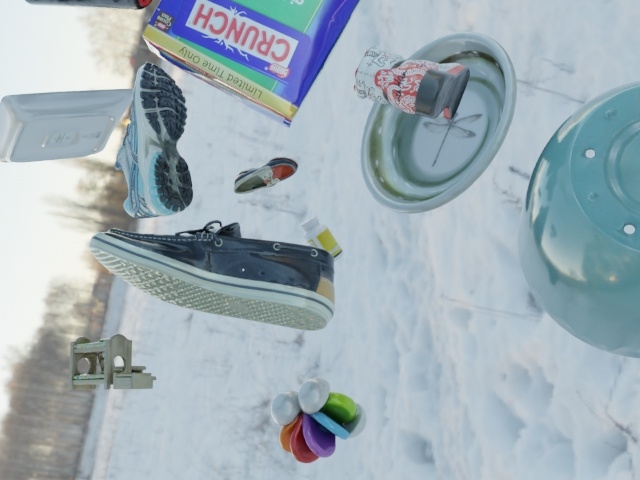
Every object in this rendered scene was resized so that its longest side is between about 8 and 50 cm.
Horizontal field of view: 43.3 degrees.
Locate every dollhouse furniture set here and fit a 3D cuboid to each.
[{"bbox_3d":[-0.352,0.230,1.524,0.182,0.161,0.101,-8,78,35],"label":"dollhouse furniture set"}]

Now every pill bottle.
[{"bbox_3d":[0.000,0.000,1.929,0.065,0.116,0.065,-32,9,6],"label":"pill bottle"}]

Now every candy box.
[{"bbox_3d":[-0.086,-0.380,1.272,0.317,0.268,0.122,-61,2,0],"label":"candy box"}]

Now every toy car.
[{"bbox_3d":[-0.008,0.370,1.601,0.182,0.159,0.136,-30,32,33],"label":"toy car"}]

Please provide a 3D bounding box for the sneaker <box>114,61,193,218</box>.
[{"bbox_3d":[-0.305,-0.171,1.385,0.122,0.110,0.283,-17,69,31],"label":"sneaker"}]

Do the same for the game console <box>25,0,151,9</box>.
[{"bbox_3d":[-0.429,-0.520,1.231,0.386,0.060,0.342,18,141,43],"label":"game console"}]

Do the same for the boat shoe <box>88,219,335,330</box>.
[{"bbox_3d":[-0.205,0.046,1.579,0.187,0.500,0.156,83,-160,-63],"label":"boat shoe"}]

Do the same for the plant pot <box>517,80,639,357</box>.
[{"bbox_3d":[0.357,-0.037,0.868,0.235,0.293,0.293,48,-133,-66],"label":"plant pot"}]

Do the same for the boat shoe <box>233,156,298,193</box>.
[{"bbox_3d":[-0.105,-0.121,1.533,0.049,0.137,0.043,60,-150,-33],"label":"boat shoe"}]

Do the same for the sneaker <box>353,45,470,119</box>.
[{"bbox_3d":[0.140,-0.247,1.249,0.270,0.145,0.090,-30,-41,-68],"label":"sneaker"}]

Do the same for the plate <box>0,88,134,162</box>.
[{"bbox_3d":[-0.560,-0.236,1.739,0.277,0.278,0.045,-38,68,53],"label":"plate"}]

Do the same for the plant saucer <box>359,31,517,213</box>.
[{"bbox_3d":[0.256,-0.231,1.676,0.400,0.100,0.400,-27,52,39],"label":"plant saucer"}]
